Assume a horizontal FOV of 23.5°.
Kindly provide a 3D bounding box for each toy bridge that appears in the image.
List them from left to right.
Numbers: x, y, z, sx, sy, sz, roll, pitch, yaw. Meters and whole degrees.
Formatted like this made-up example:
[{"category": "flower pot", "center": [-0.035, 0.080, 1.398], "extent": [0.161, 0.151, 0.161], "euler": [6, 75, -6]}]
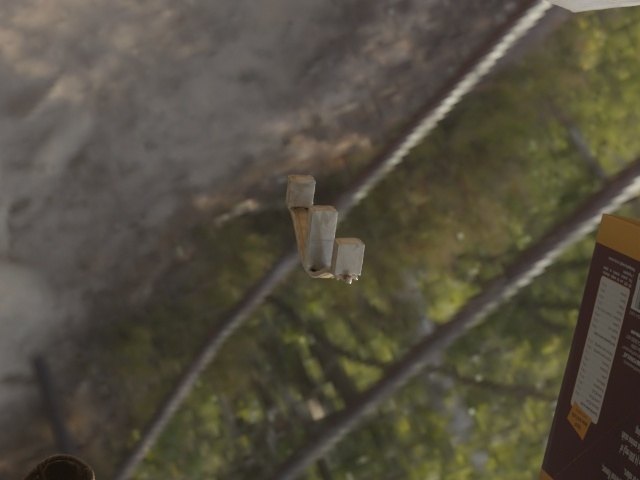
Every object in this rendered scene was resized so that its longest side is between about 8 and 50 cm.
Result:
[{"category": "toy bridge", "center": [0.000, 0.000, 1.390], "extent": [0.026, 0.063, 0.188], "euler": [1, -159, -16]}]

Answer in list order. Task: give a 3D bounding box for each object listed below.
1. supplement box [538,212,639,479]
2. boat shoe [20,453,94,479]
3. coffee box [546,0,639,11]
[{"category": "supplement box", "center": [0.237, 0.102, 0.918], "extent": [0.129, 0.194, 0.191], "euler": [11, -173, -12]}, {"category": "boat shoe", "center": [-0.239, 0.245, 1.168], "extent": [0.190, 0.068, 0.072], "euler": [-37, 148, -39]}, {"category": "coffee box", "center": [0.311, -0.440, 1.523], "extent": [0.338, 0.334, 0.338], "euler": [-2, 173, 39]}]
